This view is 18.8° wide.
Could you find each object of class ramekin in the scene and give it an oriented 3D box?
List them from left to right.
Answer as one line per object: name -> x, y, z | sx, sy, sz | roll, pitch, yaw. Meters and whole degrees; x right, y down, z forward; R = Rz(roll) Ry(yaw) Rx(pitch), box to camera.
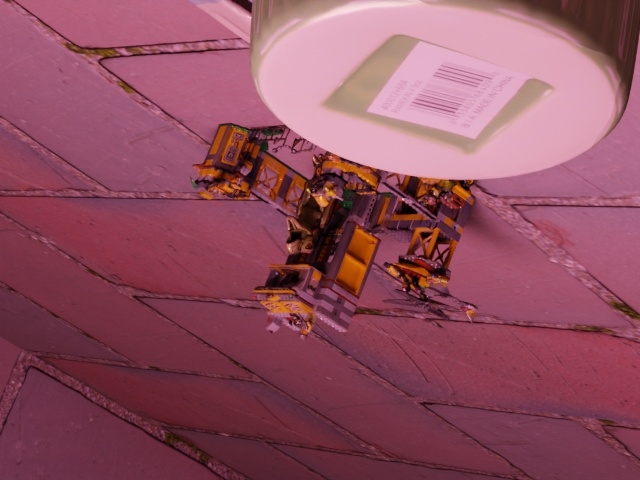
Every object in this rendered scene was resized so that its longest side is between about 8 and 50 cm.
ramekin -> 0.090, -0.165, 1.395 | 0.303, 0.148, 0.303 | 6, 156, 3

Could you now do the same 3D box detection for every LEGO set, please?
LEGO set -> 0.000, 0.000, 2.100 | 0.331, 0.192, 0.255 | 4, 155, 43

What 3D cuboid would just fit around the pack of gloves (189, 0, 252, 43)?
pack of gloves -> -0.089, -0.248, 1.756 | 0.232, 0.046, 0.195 | 33, 171, -24
